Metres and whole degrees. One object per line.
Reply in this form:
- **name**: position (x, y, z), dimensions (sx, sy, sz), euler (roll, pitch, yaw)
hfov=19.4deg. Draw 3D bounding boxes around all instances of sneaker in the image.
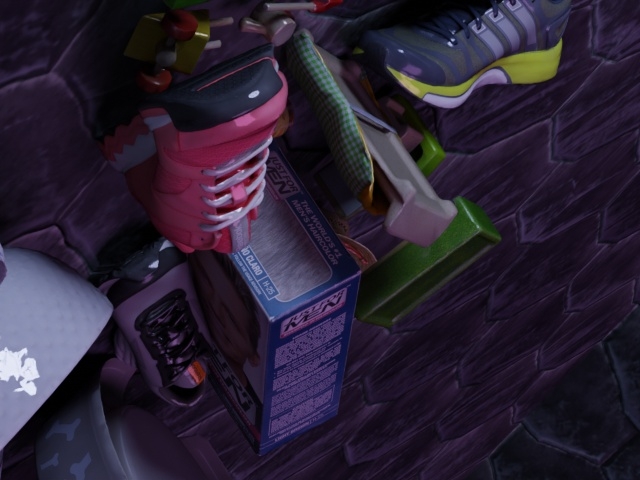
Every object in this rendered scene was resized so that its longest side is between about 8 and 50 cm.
- **sneaker**: position (-0.149, 0.080, 1.825), dimensions (0.100, 0.108, 0.271), euler (-35, 159, -13)
- **sneaker**: position (-0.076, -0.060, 1.454), dimensions (0.116, 0.136, 0.314), euler (-27, -178, -18)
- **sneaker**: position (0.141, -0.210, 1.783), dimensions (0.300, 0.111, 0.121), euler (-21, 137, -49)

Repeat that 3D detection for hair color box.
- **hair color box**: position (-0.057, 0.063, 1.852), dimensions (0.105, 0.174, 0.347), euler (-27, 157, -17)

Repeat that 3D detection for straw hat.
- **straw hat**: position (0.000, 0.000, 1.991), dimensions (0.144, 0.144, 0.061), euler (101, -1, -61)

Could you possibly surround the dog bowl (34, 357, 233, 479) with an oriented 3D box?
- **dog bowl**: position (-0.169, 0.295, 1.929), dimensions (0.102, 0.349, 0.349), euler (-31, 162, 9)

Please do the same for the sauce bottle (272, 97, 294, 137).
- **sauce bottle**: position (-0.079, -0.101, 1.664), dimensions (0.128, 0.042, 0.042), euler (-20, 152, -43)

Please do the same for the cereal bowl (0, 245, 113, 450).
- **cereal bowl**: position (-0.326, 0.125, 1.447), dimensions (0.339, 0.141, 0.339), euler (-44, -171, 9)

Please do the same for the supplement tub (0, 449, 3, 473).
- **supplement tub**: position (-0.352, 0.212, 1.712), dimensions (0.117, 0.117, 0.190), euler (-30, 157, -28)

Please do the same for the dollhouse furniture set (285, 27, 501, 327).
- **dollhouse furniture set**: position (0.024, -0.050, 1.749), dimensions (0.151, 0.197, 0.301), euler (-37, 162, 12)

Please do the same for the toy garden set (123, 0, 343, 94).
- **toy garden set**: position (-0.042, -0.222, 1.465), dimensions (0.244, 0.049, 0.204), euler (-22, 151, -45)

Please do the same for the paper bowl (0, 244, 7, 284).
- **paper bowl**: position (-0.339, 0.045, 1.190), dimensions (0.284, 0.148, 0.284), euler (-19, 168, -4)
